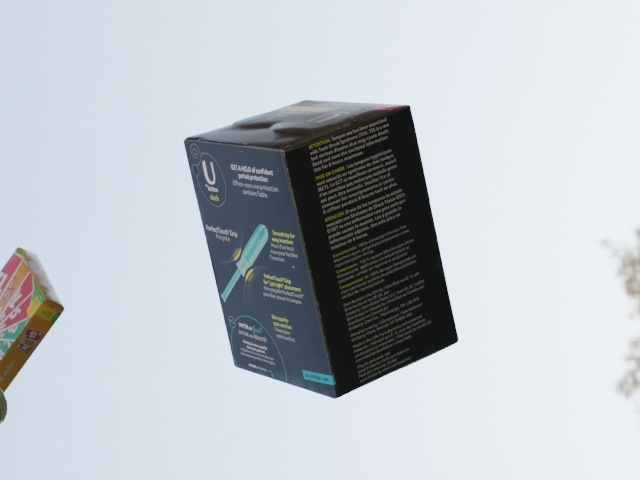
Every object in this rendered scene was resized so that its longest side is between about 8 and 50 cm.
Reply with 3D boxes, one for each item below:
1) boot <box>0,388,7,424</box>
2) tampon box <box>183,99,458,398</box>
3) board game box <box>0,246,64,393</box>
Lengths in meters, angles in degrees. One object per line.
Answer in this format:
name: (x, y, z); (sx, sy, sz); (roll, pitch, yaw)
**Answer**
boot: (-0.431, 0.170, 1.436); (0.165, 0.213, 0.077); (-54, -24, -64)
tampon box: (0.000, 0.000, 0.940); (0.101, 0.120, 0.161); (-22, -71, -31)
board game box: (-0.380, 0.141, 1.627); (0.039, 0.124, 0.259); (27, -77, -35)
